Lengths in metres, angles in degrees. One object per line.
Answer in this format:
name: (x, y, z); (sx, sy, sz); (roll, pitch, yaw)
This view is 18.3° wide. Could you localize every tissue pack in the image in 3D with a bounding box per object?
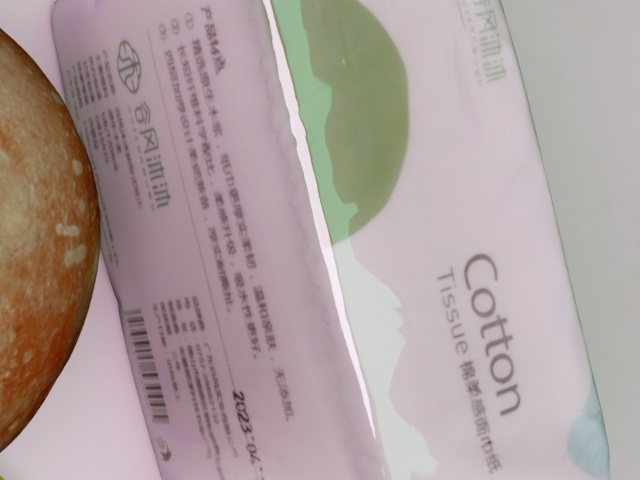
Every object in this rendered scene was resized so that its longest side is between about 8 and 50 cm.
tissue pack: (0.001, -0.001, 1.130); (0.194, 0.266, 0.357); (-15, 93, -30)

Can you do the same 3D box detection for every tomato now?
tomato: (-0.238, -0.009, 0.964); (0.270, 0.222, 0.270); (8, 61, -16)

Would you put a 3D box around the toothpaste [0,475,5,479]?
toothpaste: (-0.215, 0.126, 1.099); (0.178, 0.043, 0.037); (49, 60, -21)
